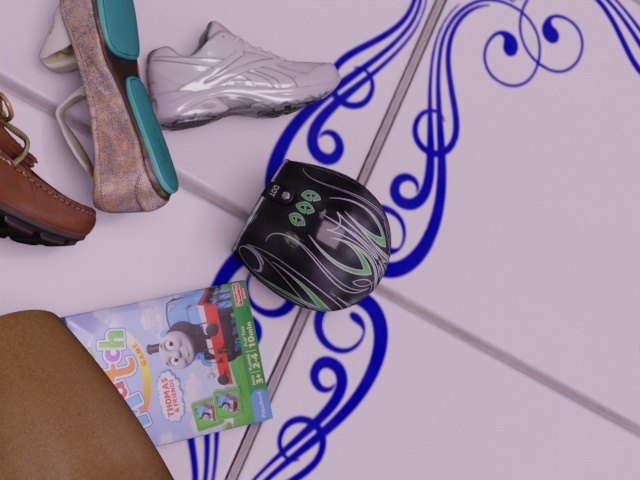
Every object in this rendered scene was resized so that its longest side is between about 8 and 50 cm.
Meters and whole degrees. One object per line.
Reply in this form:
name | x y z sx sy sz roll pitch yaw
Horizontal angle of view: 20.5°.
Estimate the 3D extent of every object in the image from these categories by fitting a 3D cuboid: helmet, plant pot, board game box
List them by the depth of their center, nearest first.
plant pot | -0.284 0.209 1.787 0.237 0.237 0.254 -14 67 -24
board game box | -0.168 0.141 1.934 0.211 0.039 0.160 -12 90 -23
helmet | 0.000 0.000 1.963 0.161 0.169 0.169 31 73 0

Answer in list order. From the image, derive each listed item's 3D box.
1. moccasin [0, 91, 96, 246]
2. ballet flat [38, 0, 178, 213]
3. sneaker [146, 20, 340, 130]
moccasin | -0.385 -0.116 1.809 0.380 0.139 0.147 33 70 -22
ballet flat | -0.243 -0.176 1.896 0.106 0.107 0.316 -18 77 15
sneaker | -0.087 -0.194 1.979 0.232 0.090 0.115 -9 84 -25
